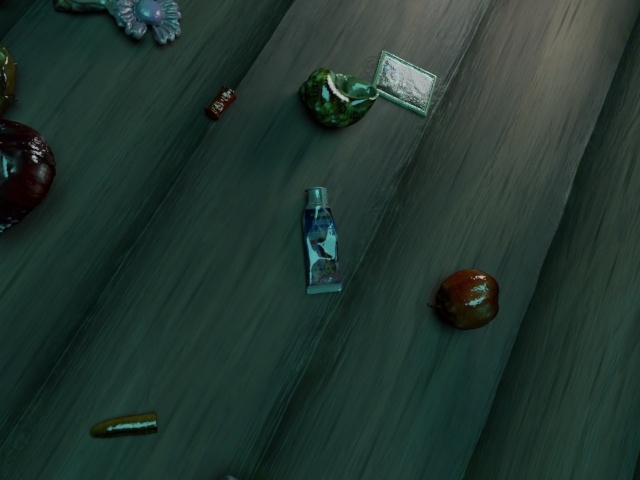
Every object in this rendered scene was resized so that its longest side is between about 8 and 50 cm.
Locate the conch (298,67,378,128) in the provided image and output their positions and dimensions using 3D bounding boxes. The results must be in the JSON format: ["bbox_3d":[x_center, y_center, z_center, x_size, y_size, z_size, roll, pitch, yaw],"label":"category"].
[{"bbox_3d":[0.038,-0.378,1.519,0.181,0.124,0.187,41,45,3],"label":"conch"}]

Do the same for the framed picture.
[{"bbox_3d":[0.242,-0.453,1.657,0.183,0.011,0.141,22,73,-13],"label":"framed picture"}]

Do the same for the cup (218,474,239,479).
[{"bbox_3d":[-0.155,0.685,1.185,0.311,0.331,0.256,39,36,-6],"label":"cup"}]

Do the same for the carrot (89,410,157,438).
[{"bbox_3d":[-0.421,0.397,1.236,0.139,0.048,0.048,-2,79,-18],"label":"carrot"}]

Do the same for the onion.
[{"bbox_3d":[-0.654,-0.130,1.192,0.252,0.219,0.252,-9,68,24],"label":"onion"}]

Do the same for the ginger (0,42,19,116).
[{"bbox_3d":[-0.762,-0.288,1.236,0.133,0.107,0.309,41,72,-22],"label":"ginger"}]

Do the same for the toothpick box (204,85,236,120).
[{"bbox_3d":[-0.252,-0.342,1.448,0.047,0.047,0.083,36,70,-8],"label":"toothpick box"}]

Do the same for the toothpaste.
[{"bbox_3d":[0.000,0.000,1.464,0.096,0.061,0.265,-4,86,-20],"label":"toothpaste"}]

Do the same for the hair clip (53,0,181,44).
[{"bbox_3d":[-0.491,-0.570,1.404,0.301,0.069,0.172,2,78,-19],"label":"hair clip"}]

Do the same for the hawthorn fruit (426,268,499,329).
[{"bbox_3d":[0.365,0.156,1.497,0.194,0.157,0.156,-9,82,-14],"label":"hawthorn fruit"}]
